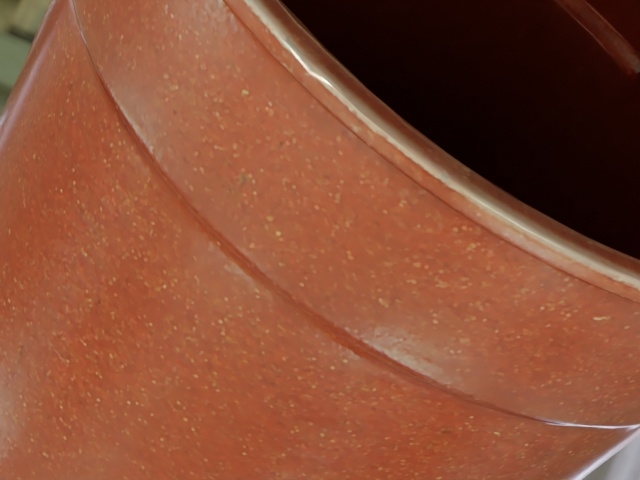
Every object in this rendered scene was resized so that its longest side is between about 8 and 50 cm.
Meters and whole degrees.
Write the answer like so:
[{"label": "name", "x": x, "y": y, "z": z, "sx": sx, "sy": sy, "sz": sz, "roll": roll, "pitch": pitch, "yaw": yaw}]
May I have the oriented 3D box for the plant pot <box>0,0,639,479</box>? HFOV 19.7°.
[{"label": "plant pot", "x": 0.000, "y": 0.000, "z": 0.596, "sx": 0.272, "sy": 0.265, "sz": 0.272, "roll": 24, "pitch": -142, "yaw": -20}]
